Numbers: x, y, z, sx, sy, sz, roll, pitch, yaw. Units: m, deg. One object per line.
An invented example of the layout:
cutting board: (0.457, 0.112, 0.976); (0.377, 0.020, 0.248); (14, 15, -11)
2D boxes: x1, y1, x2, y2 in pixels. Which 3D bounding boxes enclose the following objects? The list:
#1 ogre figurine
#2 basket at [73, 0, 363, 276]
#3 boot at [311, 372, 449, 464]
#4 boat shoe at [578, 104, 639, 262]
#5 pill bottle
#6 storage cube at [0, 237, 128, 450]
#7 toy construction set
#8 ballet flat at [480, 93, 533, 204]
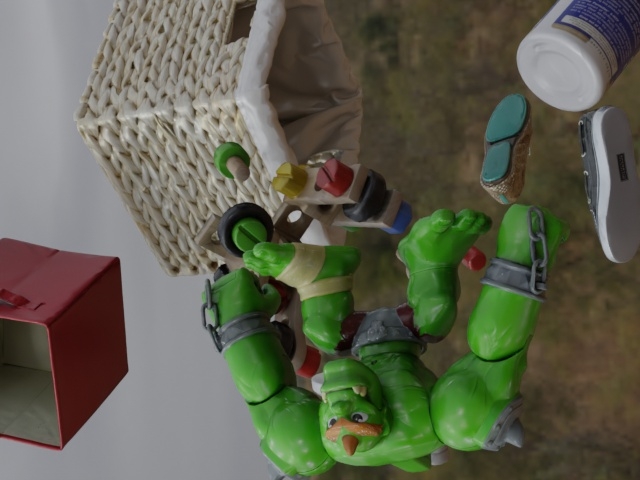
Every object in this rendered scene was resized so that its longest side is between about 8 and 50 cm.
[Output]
ogre figurine: (0.032, 0.054, 0.631); (0.097, 0.197, 0.118); (57, -155, -72)
basket: (-0.117, -0.168, 1.691); (0.331, 0.266, 0.328); (63, -154, -44)
boot: (0.087, 0.268, 1.894); (0.258, 0.095, 0.123); (6, 107, 50)
boat shoe: (0.261, -0.051, 1.143); (0.040, 0.049, 0.142); (0, 96, 61)
pill bottle: (0.320, -0.247, 1.462); (0.186, 0.112, 0.112); (-48, -24, -28)
storage cube: (-0.378, 0.131, 1.644); (0.193, 0.183, 0.215); (-54, -32, -57)
toy construction set: (0.000, 0.000, 1.444); (0.237, 0.309, 0.257); (-134, 48, -62)
ballet flat: (0.276, -0.129, 1.845); (0.067, 0.073, 0.206); (56, -141, -33)
